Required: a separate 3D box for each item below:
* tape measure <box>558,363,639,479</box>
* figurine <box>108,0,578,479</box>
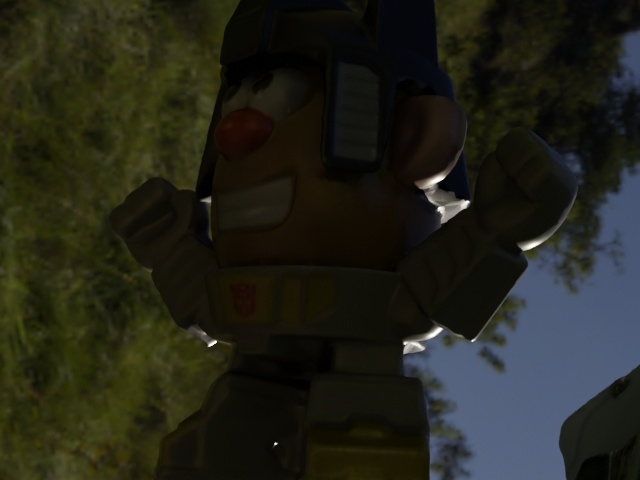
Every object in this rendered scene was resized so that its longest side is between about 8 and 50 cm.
[{"bbox_3d":[0.185,0.111,0.588,0.181,0.107,0.182,-52,-170,31],"label":"tape measure"},{"bbox_3d":[-0.001,0.001,0.706,0.308,0.308,0.143,65,13,24],"label":"figurine"}]
